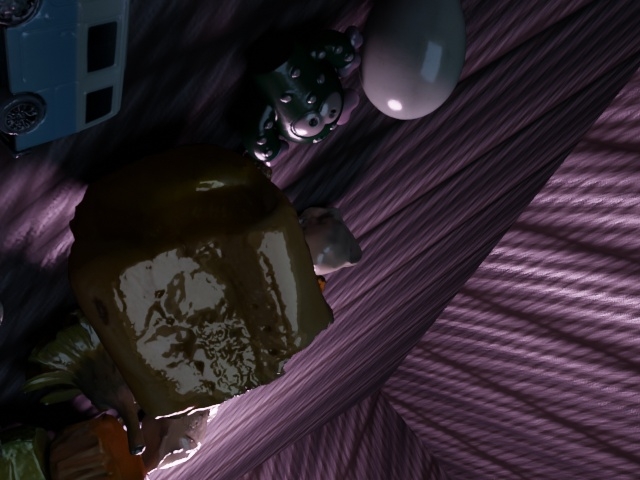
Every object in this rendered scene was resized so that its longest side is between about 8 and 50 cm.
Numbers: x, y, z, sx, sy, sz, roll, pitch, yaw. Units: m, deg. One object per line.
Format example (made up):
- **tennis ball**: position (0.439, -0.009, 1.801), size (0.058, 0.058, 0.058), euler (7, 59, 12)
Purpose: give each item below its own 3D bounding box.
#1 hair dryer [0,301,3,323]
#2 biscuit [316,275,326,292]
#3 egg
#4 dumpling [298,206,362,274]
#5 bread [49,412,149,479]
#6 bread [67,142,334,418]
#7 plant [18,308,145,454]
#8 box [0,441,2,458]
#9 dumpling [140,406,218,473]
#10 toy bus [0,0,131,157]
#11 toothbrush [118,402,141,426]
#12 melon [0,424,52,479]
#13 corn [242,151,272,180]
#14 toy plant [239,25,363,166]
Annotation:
- **hair dryer**: position (-0.538, 0.069, 0.831), size (0.206, 0.075, 0.237), euler (-20, 142, -53)
- **biscuit**: position (-0.131, 0.214, 1.662), size (0.329, 0.078, 0.335), euler (-13, 144, -52)
- **egg**: position (0.157, -0.329, 1.021), size (0.183, 0.183, 0.264), euler (-30, 147, -24)
- **dumpling**: position (0.000, 0.000, 1.421), size (0.250, 0.162, 0.132), euler (2, 169, -43)
- **bread**: position (-0.483, 0.511, 1.337), size (0.183, 0.235, 0.388), euler (-12, 170, -18)
- **bread**: position (-0.197, 0.041, 0.962), size (0.361, 0.250, 0.394), euler (-23, 124, -9)
- **plant**: position (-0.399, 0.240, 1.167), size (0.306, 0.297, 0.261), euler (43, 64, -51)
- **box**: position (-0.662, 0.337, 0.973), size (0.226, 0.149, 0.226), euler (-34, 155, -18)
- **dumpling**: position (-0.430, 0.518, 1.641), size (0.243, 0.187, 0.318), euler (-23, -176, 27)
- **toy bus**: position (-0.276, -0.236, 0.595), size (0.165, 0.133, 0.271), euler (-28, 156, -38)
- **toothbrush**: position (-0.516, 0.473, 1.581), size (0.294, 0.026, 0.028), euler (-46, 174, 11)
- **melon**: position (-0.704, 0.537, 1.193), size (0.344, 0.226, 0.331), euler (-15, 158, -23)
- **corn**: position (-0.198, -0.026, 1.123), size (0.319, 0.097, 0.097), euler (-52, 154, 17)
- **toy plant**: position (-0.030, -0.236, 0.987), size (0.233, 0.112, 0.243), euler (-25, 147, -22)
